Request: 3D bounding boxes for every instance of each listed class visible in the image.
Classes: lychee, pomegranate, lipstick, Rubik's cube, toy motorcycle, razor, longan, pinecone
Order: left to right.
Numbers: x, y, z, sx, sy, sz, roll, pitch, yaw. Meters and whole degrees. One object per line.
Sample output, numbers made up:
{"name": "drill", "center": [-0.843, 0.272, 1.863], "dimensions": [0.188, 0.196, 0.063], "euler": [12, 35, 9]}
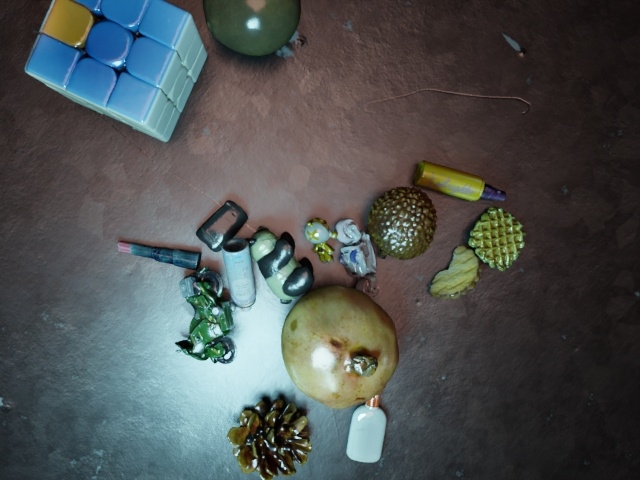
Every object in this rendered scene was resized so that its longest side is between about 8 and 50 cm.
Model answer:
{"name": "Rubik's cube", "center": [-0.491, -0.456, 1.220], "dimensions": [0.292, 0.291, 0.290], "euler": [23, 91, -6]}
{"name": "lipstick", "center": [-0.461, 0.034, 1.372], "dimensions": [0.234, 0.053, 0.053], "euler": [13, 91, -4]}
{"name": "toy motorcycle", "center": [-0.332, 0.218, 1.352], "dimensions": [0.187, 0.125, 0.274], "euler": [-14, 85, 20]}
{"name": "razor", "center": [-0.279, -0.043, 1.382], "dimensions": [0.090, 0.054, 0.148], "euler": [44, 89, -10]}
{"name": "longan", "center": [-0.179, -0.613, 1.270], "dimensions": [0.258, 0.258, 0.257], "euler": [0, 93, -6]}
{"name": "pinecone", "center": [-0.133, 0.560, 1.362], "dimensions": [0.229, 0.201, 0.202], "euler": [-37, 112, -28]}
{"name": "pomegranate", "center": [0.056, 0.291, 1.302], "dimensions": [0.339, 0.338, 0.337], "euler": [0, 93, -6]}
{"name": "toy motorcycle", "center": [0.119, 0.052, 1.416], "dimensions": [0.113, 0.112, 0.254], "euler": [-21, 93, -5]}
{"name": "lychee", "center": [0.227, -0.039, 1.372], "dimensions": [0.200, 0.200, 0.238], "euler": [27, 118, -7]}

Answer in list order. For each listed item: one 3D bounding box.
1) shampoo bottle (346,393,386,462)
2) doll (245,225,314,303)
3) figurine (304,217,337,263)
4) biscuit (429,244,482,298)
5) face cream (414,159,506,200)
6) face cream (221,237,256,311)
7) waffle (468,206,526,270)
{"name": "shampoo bottle", "center": [0.146, 0.554, 1.458], "dimensions": [0.108, 0.051, 0.220], "euler": [10, 92, -4]}
{"name": "doll", "center": [-0.112, 0.061, 1.364], "dimensions": [0.135, 0.143, 0.234], "euler": [-32, 96, 3]}
{"name": "figurine", "center": [-0.004, 0.001, 1.402], "dimensions": [0.101, 0.068, 0.143], "euler": [19, 130, 19]}
{"name": "biscuit", "center": [0.419, 0.112, 1.454], "dimensions": [0.183, 0.118, 0.061], "euler": [-49, 139, -5]}
{"name": "face cream", "center": [0.420, -0.167, 1.437], "dimensions": [0.274, 0.078, 0.078], "euler": [15, 91, -7]}
{"name": "face cream", "center": [-0.223, 0.105, 1.349], "dimensions": [0.075, 0.075, 0.229], "euler": [-7, 126, -6]}
{"name": "waffle", "center": [0.541, -0.007, 1.465], "dimensions": [0.169, 0.036, 0.183], "euler": [41, 76, -6]}
